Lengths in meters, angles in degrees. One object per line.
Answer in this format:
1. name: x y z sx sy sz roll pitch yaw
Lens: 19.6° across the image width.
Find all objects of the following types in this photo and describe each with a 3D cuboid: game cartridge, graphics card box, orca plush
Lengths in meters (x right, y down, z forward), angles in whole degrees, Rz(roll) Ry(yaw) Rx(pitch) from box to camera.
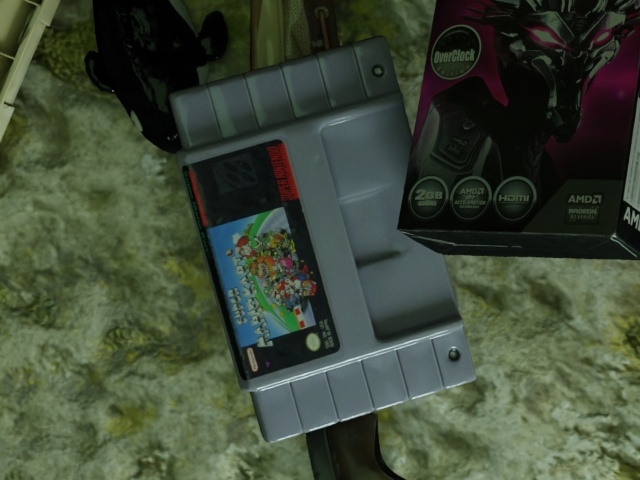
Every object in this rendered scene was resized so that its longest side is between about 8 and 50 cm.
1. game cartridge: 0.000 0.000 1.809 0.230 0.068 0.355 -17 96 -14
2. graphics card box: 0.216 -0.168 1.745 0.232 0.094 0.371 3 77 33
3. orca plush: -0.174 -0.236 1.882 0.151 0.102 0.287 3 87 8

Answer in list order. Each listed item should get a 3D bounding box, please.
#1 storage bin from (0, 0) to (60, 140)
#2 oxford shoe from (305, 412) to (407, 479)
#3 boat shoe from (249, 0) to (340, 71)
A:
1. storage bin: -0.410 -0.228 1.906 0.260 0.123 0.262 23 90 8
2. oxford shoe: 0.057 0.278 1.835 0.096 0.083 0.227 -15 85 5
3. boat shoe: -0.008 -0.291 1.861 0.123 0.123 0.342 2 90 -2
